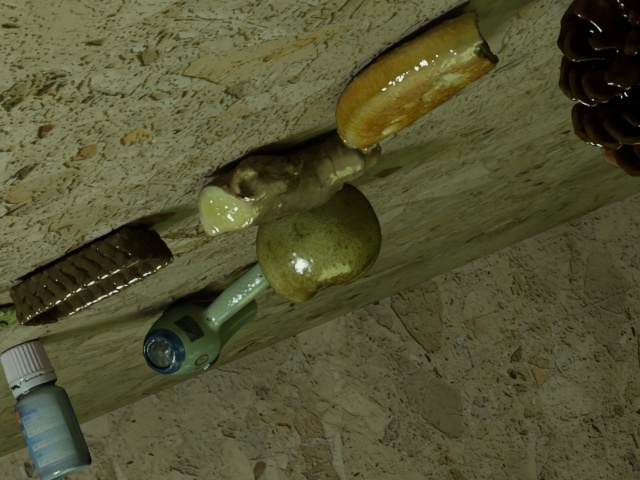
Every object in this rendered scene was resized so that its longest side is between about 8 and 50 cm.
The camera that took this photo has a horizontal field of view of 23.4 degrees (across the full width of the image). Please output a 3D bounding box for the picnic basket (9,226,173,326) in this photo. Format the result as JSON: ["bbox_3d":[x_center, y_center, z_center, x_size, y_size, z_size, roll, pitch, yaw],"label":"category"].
[{"bbox_3d":[-0.272,0.040,1.826,0.193,0.055,0.110,-25,170,18],"label":"picnic basket"}]

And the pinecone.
[{"bbox_3d":[0.346,-0.180,1.493,0.246,0.246,0.292,-26,161,19],"label":"pinecone"}]

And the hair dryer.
[{"bbox_3d":[-0.139,0.106,2.528,0.298,0.119,0.296,-37,176,7],"label":"hair dryer"}]

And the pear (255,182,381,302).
[{"bbox_3d":[0.000,0.000,2.013,0.167,0.136,0.167,-19,176,-2],"label":"pear"}]

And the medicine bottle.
[{"bbox_3d":[-0.408,0.251,2.280,0.083,0.203,0.083,-21,172,-3],"label":"medicine bottle"}]

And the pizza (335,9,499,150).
[{"bbox_3d":[0.094,-0.159,1.544,0.134,0.056,0.271,-17,169,-22],"label":"pizza"}]

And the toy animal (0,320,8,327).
[{"bbox_3d":[-0.409,0.092,1.766,0.086,0.069,0.220,-3,173,19],"label":"toy animal"}]

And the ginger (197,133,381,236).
[{"bbox_3d":[-0.036,-0.065,1.747,0.213,0.074,0.137,-25,174,-32],"label":"ginger"}]

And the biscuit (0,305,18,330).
[{"bbox_3d":[-0.464,0.115,1.928,0.139,0.016,0.231,-26,171,28],"label":"biscuit"}]
